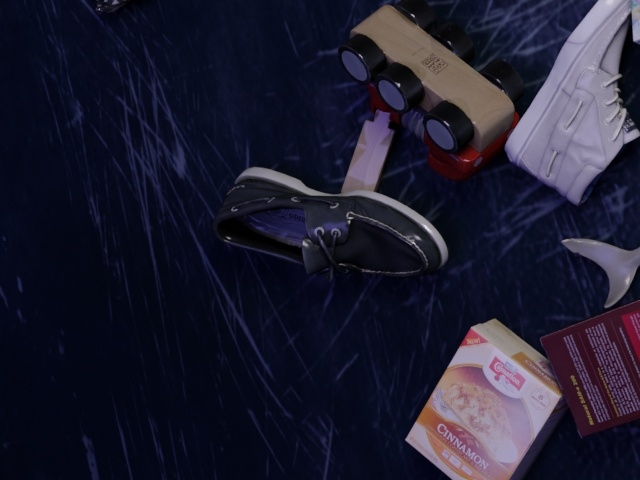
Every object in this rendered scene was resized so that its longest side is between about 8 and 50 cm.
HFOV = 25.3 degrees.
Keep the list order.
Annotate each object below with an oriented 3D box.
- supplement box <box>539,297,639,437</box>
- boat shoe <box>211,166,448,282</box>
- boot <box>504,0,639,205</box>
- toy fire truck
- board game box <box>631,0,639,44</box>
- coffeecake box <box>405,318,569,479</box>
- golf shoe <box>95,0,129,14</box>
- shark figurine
[{"bbox_3d":[0.387,0.127,1.638,0.239,0.073,0.130,-24,85,34],"label":"supplement box"},{"bbox_3d":[-0.001,-0.003,1.831,0.340,0.113,0.127,21,139,31],"label":"boat shoe"},{"bbox_3d":[0.322,-0.163,1.631,0.123,0.095,0.258,39,126,16],"label":"boot"},{"bbox_3d":[0.117,-0.137,1.752,0.217,0.158,0.246,41,158,22],"label":"toy fire truck"},{"bbox_3d":[0.391,-0.272,1.474,0.154,0.026,0.103,-18,66,45],"label":"board game box"},{"bbox_3d":[0.213,0.215,1.775,0.142,0.068,0.185,39,117,24],"label":"coffeecake box"},{"bbox_3d":[-0.257,-0.362,1.993,0.198,0.094,0.077,-19,72,61],"label":"golf shoe"},{"bbox_3d":[0.392,-0.022,1.575,0.116,0.166,0.278,57,164,-4],"label":"shark figurine"}]
